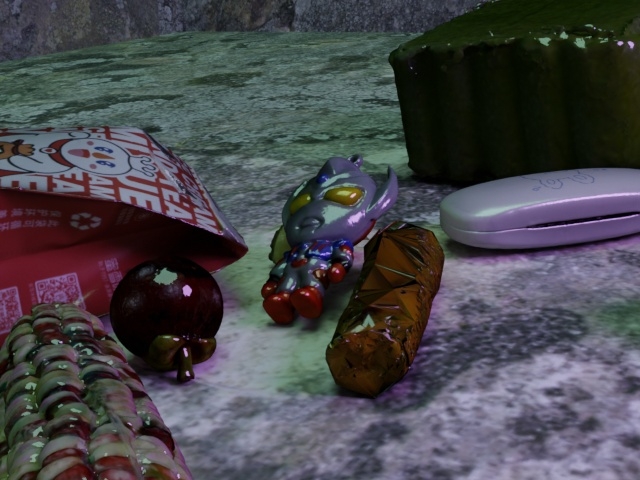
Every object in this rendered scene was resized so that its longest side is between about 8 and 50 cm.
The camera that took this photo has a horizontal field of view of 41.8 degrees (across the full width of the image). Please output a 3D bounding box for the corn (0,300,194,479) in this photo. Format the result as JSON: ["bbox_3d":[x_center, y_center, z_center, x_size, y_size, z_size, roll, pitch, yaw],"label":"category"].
[{"bbox_3d":[-0.129,0.103,0.435,0.092,0.092,0.280,-11,18,-21],"label":"corn"}]

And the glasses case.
[{"bbox_3d":[0.228,-0.032,0.794,0.234,0.059,0.092,-8,21,-9],"label":"glasses case"}]

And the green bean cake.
[{"bbox_3d":[0.281,-0.179,1.012,0.335,0.218,0.319,7,29,45],"label":"green bean cake"}]

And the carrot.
[{"bbox_3d":[0.053,0.040,0.624,0.069,0.068,0.228,1,21,13],"label":"carrot"}]

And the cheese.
[{"bbox_3d":[0.001,-0.001,0.770,0.060,0.041,0.084,14,26,41],"label":"cheese"}]

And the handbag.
[{"bbox_3d":[-0.218,-0.004,0.683,0.298,0.151,0.171,-2,22,-17],"label":"handbag"}]

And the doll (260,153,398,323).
[{"bbox_3d":[0.004,-0.011,0.701,0.104,0.062,0.194,-32,24,42],"label":"doll"}]

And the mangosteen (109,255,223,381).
[{"bbox_3d":[-0.107,0.050,0.588,0.081,0.080,0.081,-3,19,1],"label":"mangosteen"}]
